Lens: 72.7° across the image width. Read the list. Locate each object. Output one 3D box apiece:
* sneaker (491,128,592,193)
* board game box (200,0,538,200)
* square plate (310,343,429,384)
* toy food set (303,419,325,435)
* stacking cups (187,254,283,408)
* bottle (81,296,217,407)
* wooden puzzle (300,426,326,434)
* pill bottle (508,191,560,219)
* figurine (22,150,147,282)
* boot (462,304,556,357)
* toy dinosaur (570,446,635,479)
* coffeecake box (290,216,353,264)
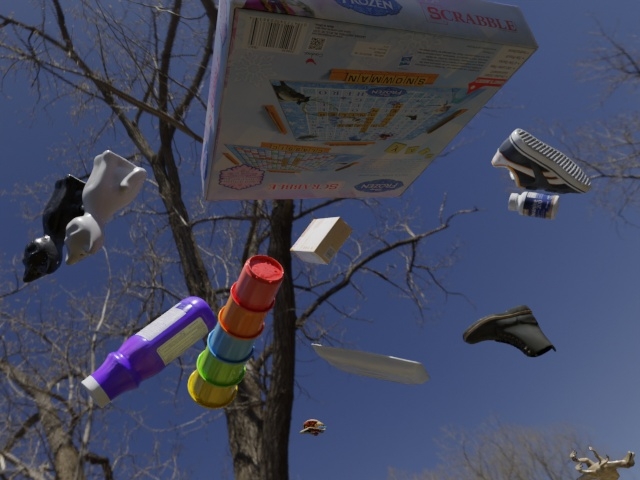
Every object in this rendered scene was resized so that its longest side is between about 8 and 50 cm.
[{"bbox_3d":[0.669,-0.215,1.329,0.321,0.126,0.127,26,-45,-15],"label":"sneaker"},{"bbox_3d":[0.025,-0.153,0.536,0.319,0.065,0.318,-3,-23,-21],"label":"board game box"},{"bbox_3d":[0.173,0.419,1.442,0.344,0.347,0.049,53,-134,-61],"label":"square plate"},{"bbox_3d":[-0.026,0.717,1.666,0.083,0.020,0.082,12,-58,-1],"label":"toy food set"},{"bbox_3d":[-0.149,0.162,0.742,0.096,0.096,0.316,3,-50,-30],"label":"stacking cups"},{"bbox_3d":[-0.362,0.234,0.937,0.283,0.118,0.092,-39,-72,-36],"label":"bottle"},{"bbox_3d":[-0.027,0.697,1.590,0.079,0.014,0.116,10,-36,-17],"label":"wooden puzzle"},{"bbox_3d":[0.588,-0.098,1.201,0.067,0.120,0.067,-26,-58,-51],"label":"pill bottle"},{"bbox_3d":[-0.425,-0.035,0.772,0.215,0.209,0.092,-17,-43,30],"label":"figurine"},{"bbox_3d":[0.491,0.260,1.138,0.198,0.137,0.077,-24,-42,2],"label":"boot"},{"bbox_3d":[0.625,0.525,0.994,0.093,0.053,0.183,30,-48,2],"label":"toy dinosaur"},{"bbox_3d":[0.000,0.000,1.418,0.068,0.185,0.142,43,-108,-20],"label":"coffeecake box"}]
